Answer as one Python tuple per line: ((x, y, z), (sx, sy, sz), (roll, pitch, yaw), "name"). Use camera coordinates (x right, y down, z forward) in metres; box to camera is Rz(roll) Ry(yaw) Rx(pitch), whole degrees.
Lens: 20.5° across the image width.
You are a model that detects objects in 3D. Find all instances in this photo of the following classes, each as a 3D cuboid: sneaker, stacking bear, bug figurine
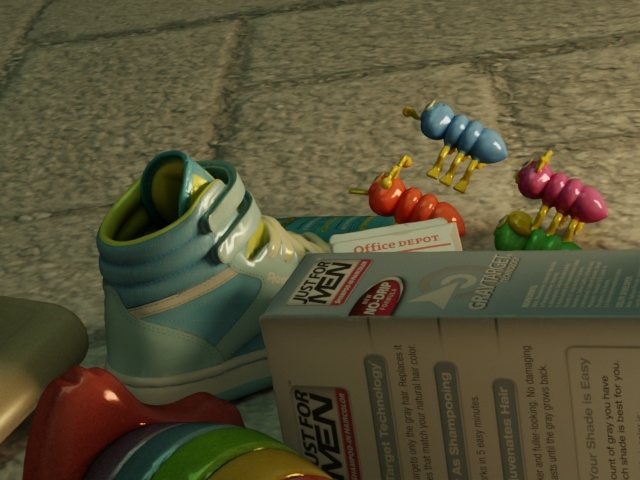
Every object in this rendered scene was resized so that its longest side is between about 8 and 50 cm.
((-0.043, 0.005, 1.480), (0.319, 0.208, 0.127), (-21, 25, -29), "sneaker")
((-0.038, 0.191, 1.089), (0.175, 0.164, 0.289), (18, -5, -44), "stacking bear")
((0.149, -0.040, 1.576), (0.216, 0.072, 0.279), (26, 28, 4), "bug figurine")

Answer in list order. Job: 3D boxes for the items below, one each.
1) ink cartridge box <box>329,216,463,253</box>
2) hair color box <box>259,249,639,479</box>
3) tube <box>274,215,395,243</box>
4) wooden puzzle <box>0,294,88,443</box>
((0.066, 0.052, 1.394), (0.104, 0.061, 0.181), (-10, 60, -1), "ink cartridge box")
((0.162, 0.109, 1.186), (0.375, 0.185, 0.113), (-1, 24, 19), "hair color box")
((0.000, 0.000, 1.687), (0.207, 0.052, 0.080), (2, 18, 39), "tube")
((-0.418, 0.108, 1.458), (0.348, 0.080, 0.322), (12, 36, 26), "wooden puzzle")
